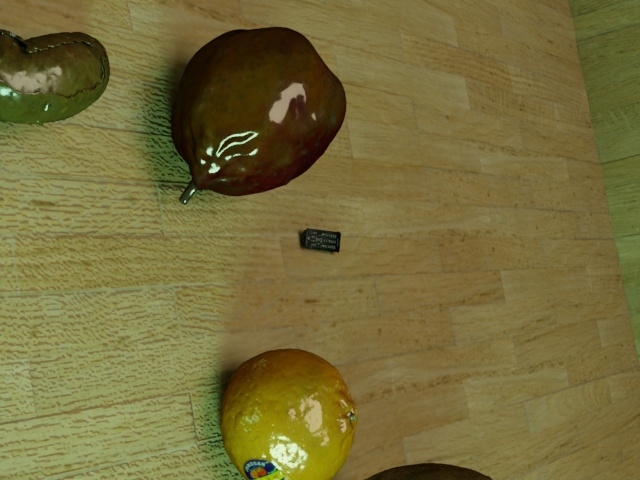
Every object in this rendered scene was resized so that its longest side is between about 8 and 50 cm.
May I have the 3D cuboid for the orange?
[{"bbox_3d":[-0.038,0.219,1.451,0.177,0.155,0.178,28,49,-38],"label":"orange"}]

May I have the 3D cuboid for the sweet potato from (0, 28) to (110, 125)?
[{"bbox_3d":[-0.297,-0.172,1.209,0.124,0.098,0.310,51,25,17],"label":"sweet potato"}]

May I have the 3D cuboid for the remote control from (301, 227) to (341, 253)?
[{"bbox_3d":[0.000,0.000,1.726,0.091,0.016,0.034,8,88,-57],"label":"remote control"}]

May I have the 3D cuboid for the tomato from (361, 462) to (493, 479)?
[{"bbox_3d":[0.111,0.420,1.484,0.239,0.303,0.304,7,73,-60],"label":"tomato"}]

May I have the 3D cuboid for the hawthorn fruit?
[{"bbox_3d":[-0.092,-0.137,1.468,0.208,0.208,0.248,54,55,-33],"label":"hawthorn fruit"}]
